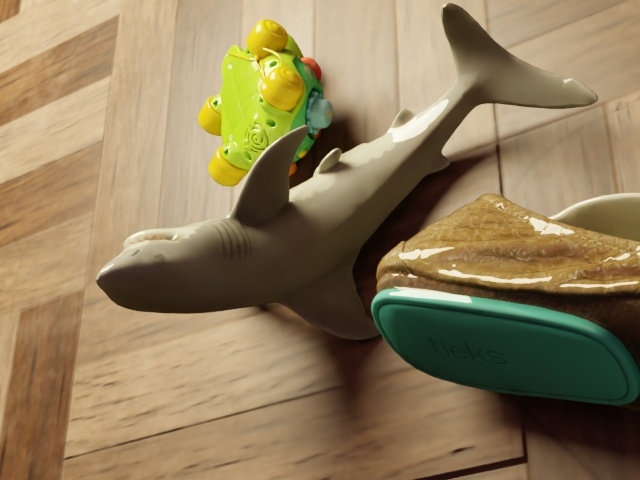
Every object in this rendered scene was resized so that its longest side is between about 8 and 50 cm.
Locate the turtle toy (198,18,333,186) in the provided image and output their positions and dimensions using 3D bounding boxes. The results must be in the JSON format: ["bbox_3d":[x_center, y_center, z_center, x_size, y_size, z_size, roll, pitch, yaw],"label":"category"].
[{"bbox_3d":[-0.033,-0.095,0.772,0.095,0.066,0.130,-51,38,34],"label":"turtle toy"}]

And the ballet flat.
[{"bbox_3d":[0.177,0.035,0.520,0.342,0.116,0.124,13,54,46],"label":"ballet flat"}]

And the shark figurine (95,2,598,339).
[{"bbox_3d":[0.022,-0.007,0.680,0.278,0.166,0.116,-32,72,-5],"label":"shark figurine"}]
